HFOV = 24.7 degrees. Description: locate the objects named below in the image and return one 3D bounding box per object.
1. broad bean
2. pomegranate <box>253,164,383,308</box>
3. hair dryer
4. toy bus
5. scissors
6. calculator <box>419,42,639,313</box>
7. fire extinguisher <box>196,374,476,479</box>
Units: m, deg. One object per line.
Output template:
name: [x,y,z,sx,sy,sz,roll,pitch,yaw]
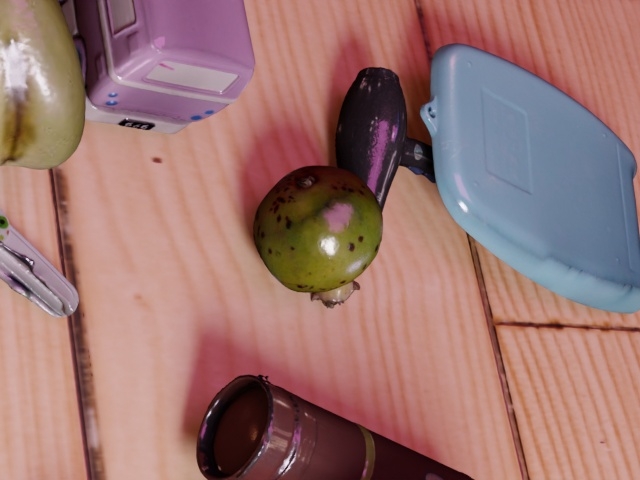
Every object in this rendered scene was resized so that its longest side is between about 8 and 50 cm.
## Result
broad bean: [-0.266,-0.183,1.156,0.121,0.189,0.263,-12,69,-22]
pomegranate: [-0.003,-0.007,1.349,0.130,0.130,0.130,20,57,-33]
hair dryer: [0.101,-0.056,1.505,0.219,0.075,0.195,24,64,-39]
toy bus: [-0.150,-0.212,1.300,0.142,0.142,0.202,5,66,-39]
scissors: [-0.274,-0.012,1.170,0.204,0.027,0.101,43,49,-12]
calculator: [0.242,-0.070,1.602,0.386,0.054,0.256,24,54,-37]
fire extinguisher: [0.046,0.213,1.282,0.341,0.105,0.141,30,30,-35]
